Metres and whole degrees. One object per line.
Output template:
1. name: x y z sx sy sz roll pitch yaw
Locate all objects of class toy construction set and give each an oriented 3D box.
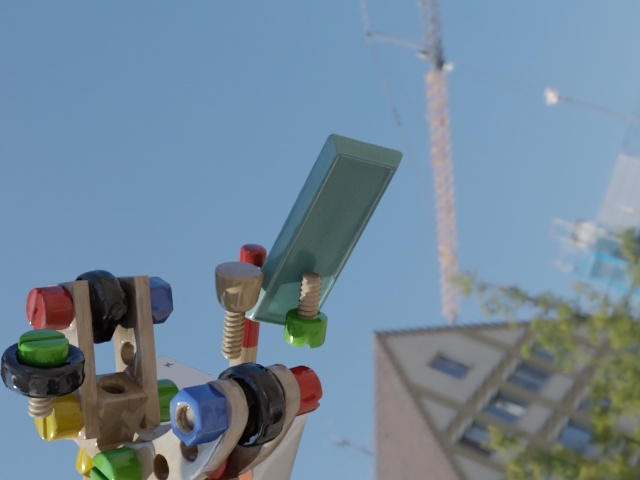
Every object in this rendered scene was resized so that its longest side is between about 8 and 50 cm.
1. toy construction set: -0.112 0.156 1.047 0.309 0.258 0.237 -33 -47 -61

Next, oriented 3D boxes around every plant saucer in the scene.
1. plant saucer: 0.000 0.000 1.092 0.067 0.018 0.192 13 -57 -24

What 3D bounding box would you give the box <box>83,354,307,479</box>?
1. box: -0.179 0.356 1.686 0.168 0.215 0.345 -37 -35 -63
